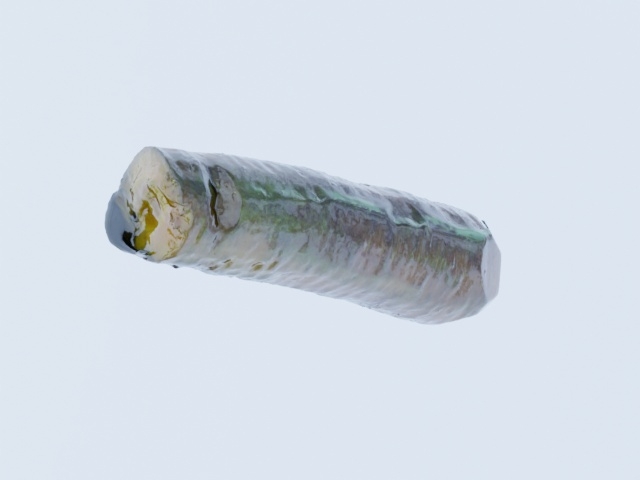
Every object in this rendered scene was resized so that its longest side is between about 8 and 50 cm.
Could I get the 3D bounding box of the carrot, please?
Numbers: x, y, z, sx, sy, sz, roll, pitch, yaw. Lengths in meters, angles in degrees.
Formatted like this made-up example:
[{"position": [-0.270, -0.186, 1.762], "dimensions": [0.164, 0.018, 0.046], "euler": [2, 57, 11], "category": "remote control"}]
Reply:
[{"position": [0.000, 0.000, 0.918], "dimensions": [0.070, 0.260, 0.070], "euler": [-8, -102, 39], "category": "carrot"}]
